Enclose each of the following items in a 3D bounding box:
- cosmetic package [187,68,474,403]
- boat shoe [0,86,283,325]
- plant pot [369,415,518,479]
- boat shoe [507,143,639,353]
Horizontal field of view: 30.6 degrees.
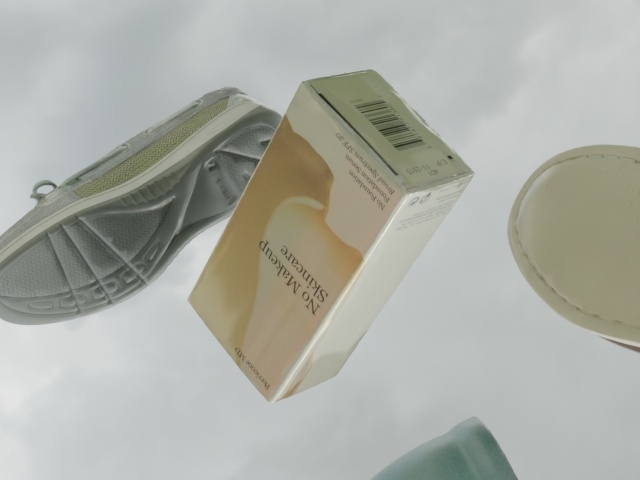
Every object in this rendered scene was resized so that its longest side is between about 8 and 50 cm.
[{"bbox_3d":[0.000,0.000,0.432,0.041,0.115,0.060,-17,-124,-46],"label":"cosmetic package"},{"bbox_3d":[-0.179,-0.037,1.093,0.320,0.118,0.103,-36,-136,-13],"label":"boat shoe"},{"bbox_3d":[0.094,0.321,0.993,0.196,0.293,0.293,-20,-132,-3],"label":"plant pot"},{"bbox_3d":[0.232,0.027,0.686,0.117,0.096,0.324,-63,-149,2],"label":"boat shoe"}]
